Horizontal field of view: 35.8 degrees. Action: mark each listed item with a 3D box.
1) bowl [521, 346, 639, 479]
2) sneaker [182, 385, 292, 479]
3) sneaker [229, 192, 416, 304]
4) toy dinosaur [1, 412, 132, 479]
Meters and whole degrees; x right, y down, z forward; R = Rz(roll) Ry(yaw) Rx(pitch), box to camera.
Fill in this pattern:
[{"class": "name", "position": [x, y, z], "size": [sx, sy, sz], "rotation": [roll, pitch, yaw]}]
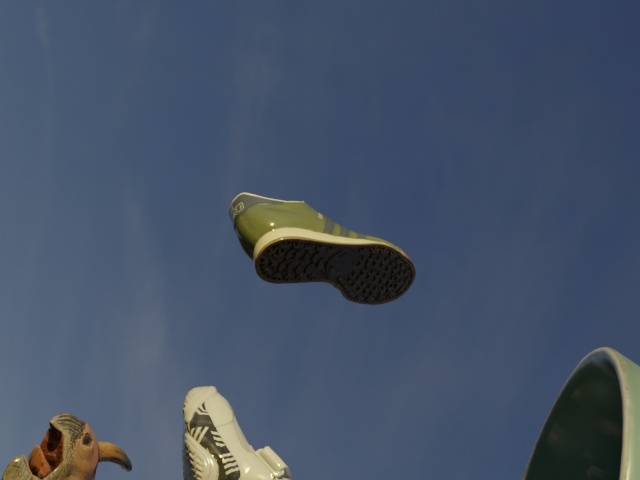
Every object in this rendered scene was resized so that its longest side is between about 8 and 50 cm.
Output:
[{"class": "bowl", "position": [0.198, 0.233, 0.574], "size": [0.163, 0.311, 0.311], "rotation": [17, -58, 7]}, {"class": "sneaker", "position": [-0.026, 0.308, 1.089], "size": [0.137, 0.210, 0.365], "rotation": [99, -25, -47]}, {"class": "sneaker", "position": [0.000, 0.000, 0.863], "size": [0.064, 0.192, 0.086], "rotation": [-56, -130, 19]}, {"class": "toy dinosaur", "position": [-0.181, 0.251, 0.551], "size": [0.127, 0.200, 0.295], "rotation": [39, -51, 6]}]
